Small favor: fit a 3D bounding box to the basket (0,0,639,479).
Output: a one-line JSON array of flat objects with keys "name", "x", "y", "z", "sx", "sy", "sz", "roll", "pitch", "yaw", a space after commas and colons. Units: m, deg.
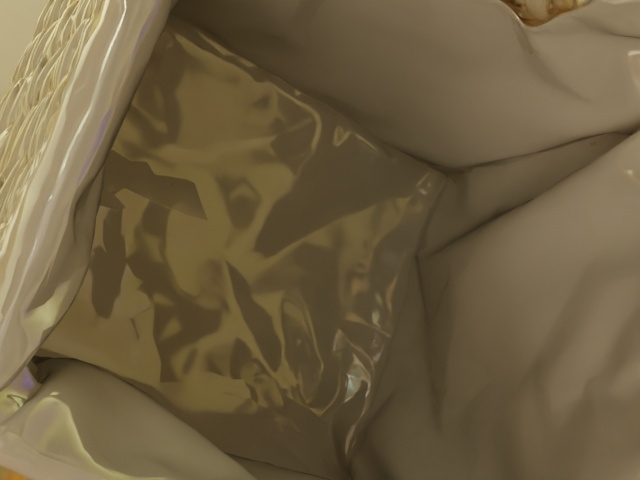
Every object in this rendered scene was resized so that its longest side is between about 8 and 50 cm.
[{"name": "basket", "x": 0.000, "y": 0.000, "z": 0.579, "sx": 0.266, "sy": 0.328, "sz": 0.331, "roll": -15, "pitch": 53, "yaw": 60}]
